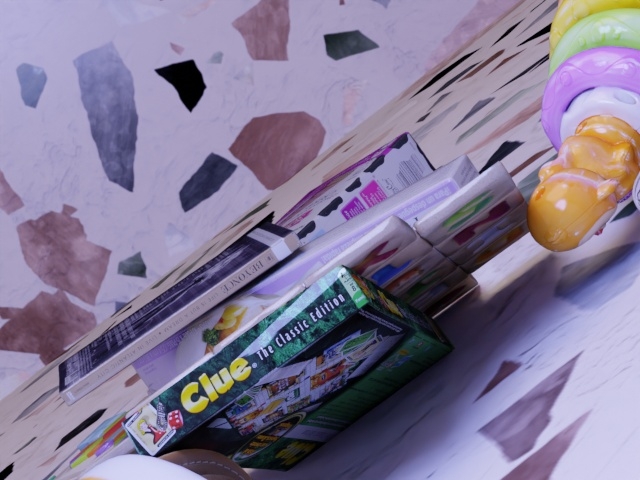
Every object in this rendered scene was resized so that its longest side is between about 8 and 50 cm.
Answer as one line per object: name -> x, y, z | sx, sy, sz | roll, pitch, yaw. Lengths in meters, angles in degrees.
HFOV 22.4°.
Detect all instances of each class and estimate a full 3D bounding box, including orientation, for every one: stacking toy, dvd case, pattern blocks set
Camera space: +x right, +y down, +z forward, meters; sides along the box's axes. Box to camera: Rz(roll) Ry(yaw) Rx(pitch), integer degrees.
stacking toy -> 0.196, -0.096, 1.000 | 0.175, 0.166, 0.302 | -31, 20, 47
dvd case -> -0.119, 0.056, 1.329 | 0.221, 0.018, 0.164 | -35, 8, -6
pattern blocks set -> -0.164, 0.173, 1.452 | 0.325, 0.026, 0.285 | -32, 8, 39

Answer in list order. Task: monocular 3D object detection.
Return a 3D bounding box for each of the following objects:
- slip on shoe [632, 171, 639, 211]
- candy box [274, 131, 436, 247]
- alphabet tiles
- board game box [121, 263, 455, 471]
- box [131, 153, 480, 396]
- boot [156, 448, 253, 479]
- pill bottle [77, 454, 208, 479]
slip on shoe -> 0.234, -0.055, 0.907 | 0.135, 0.051, 0.041 | -45, -33, -2
candy box -> 0.000, 0.000, 1.580 | 0.159, 0.071, 0.233 | -30, 10, 43
alphabet tiles -> 0.006, 0.059, 0.965 | 0.285, 0.011, 0.342 | -37, -12, 6
board game box -> -0.006, 0.078, 0.892 | 0.136, 0.030, 0.259 | -38, -15, 5
box -> -0.007, 0.040, 1.286 | 0.324, 0.063, 0.067 | -30, 11, 22
boot -> -0.140, 0.226, 0.750 | 0.220, 0.109, 0.283 | -38, 13, 33
pill bottle -> -0.108, 0.200, 0.457 | 0.272, 0.152, 0.152 | -40, 7, -28
